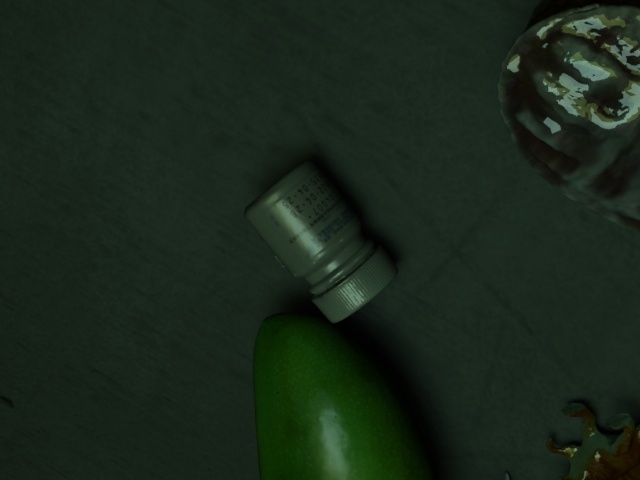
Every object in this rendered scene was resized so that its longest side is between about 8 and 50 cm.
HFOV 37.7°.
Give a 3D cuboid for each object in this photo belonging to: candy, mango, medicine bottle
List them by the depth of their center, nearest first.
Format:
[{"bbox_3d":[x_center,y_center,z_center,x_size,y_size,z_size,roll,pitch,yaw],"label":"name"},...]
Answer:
[{"bbox_3d":[0.311,-0.127,0.886,0.290,0.157,0.214,30,131,-1],"label":"candy"},{"bbox_3d":[0.000,0.000,1.072,0.105,0.105,0.168,-36,94,27],"label":"medicine bottle"},{"bbox_3d":[0.021,0.260,1.106,0.201,0.225,0.381,-23,96,-16],"label":"mango"}]

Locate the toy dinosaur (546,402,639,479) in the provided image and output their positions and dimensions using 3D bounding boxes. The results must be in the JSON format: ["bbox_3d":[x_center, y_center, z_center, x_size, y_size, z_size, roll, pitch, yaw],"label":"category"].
[{"bbox_3d":[0.346,0.248,1.073,0.212,0.057,0.142,-19,114,26],"label":"toy dinosaur"}]

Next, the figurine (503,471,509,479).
[{"bbox_3d":[0.223,0.397,1.134,0.184,0.128,0.208,6,107,15],"label":"figurine"}]
